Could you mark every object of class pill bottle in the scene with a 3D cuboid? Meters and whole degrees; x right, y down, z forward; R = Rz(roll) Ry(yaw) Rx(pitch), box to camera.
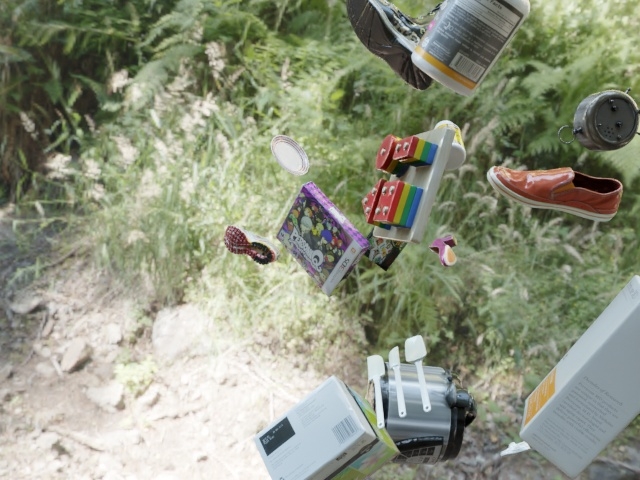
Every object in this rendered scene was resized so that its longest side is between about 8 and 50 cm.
[{"bbox_3d":[0.327,-0.456,1.182,0.162,0.279,0.162,27,25,-13],"label":"pill bottle"},{"bbox_3d":[0.481,-0.367,2.163,0.117,0.117,0.215,10,40,-3],"label":"pill bottle"}]

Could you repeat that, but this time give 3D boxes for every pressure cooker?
[{"bbox_3d":[0.397,0.671,2.245,0.419,0.376,0.370,6,5,-3],"label":"pressure cooker"}]

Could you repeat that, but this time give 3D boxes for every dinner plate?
[{"bbox_3d":[-0.094,-0.252,1.706,0.141,0.141,0.017,-3,-24,-45],"label":"dinner plate"}]

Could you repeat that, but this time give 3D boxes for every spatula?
[{"bbox_3d":[0.197,0.348,1.427,0.168,0.019,0.242,-23,30,15],"label":"spatula"}]

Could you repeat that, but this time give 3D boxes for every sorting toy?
[{"bbox_3d":[0.179,-0.133,1.315,0.089,0.257,0.255,18,-1,-14],"label":"sorting toy"}]

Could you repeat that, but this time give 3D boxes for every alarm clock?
[{"bbox_3d":[0.605,-0.252,1.237,0.191,0.130,0.064,-19,8,-3],"label":"alarm clock"}]

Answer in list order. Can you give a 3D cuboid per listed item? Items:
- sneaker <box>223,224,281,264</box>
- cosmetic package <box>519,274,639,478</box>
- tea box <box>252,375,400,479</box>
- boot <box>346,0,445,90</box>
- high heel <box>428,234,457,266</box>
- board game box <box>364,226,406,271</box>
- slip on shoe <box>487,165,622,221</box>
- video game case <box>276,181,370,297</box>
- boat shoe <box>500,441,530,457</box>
[{"bbox_3d":[-0.231,0.018,1.907,0.225,0.088,0.092,29,15,24],"label":"sneaker"},{"bbox_3d":[0.689,0.323,1.377,0.161,0.453,0.230,38,20,14],"label":"cosmetic package"},{"bbox_3d":[0.025,0.652,1.815,0.220,0.329,0.323,54,4,38],"label":"tea box"},{"bbox_3d":[0.281,-0.638,1.683,0.284,0.138,0.377,-34,73,-24],"label":"boot"},{"bbox_3d":[0.465,0.053,2.236,0.117,0.082,0.244,-26,19,27],"label":"high heel"},{"bbox_3d":[0.258,-0.025,2.067,0.136,0.260,0.030,39,26,11],"label":"board game box"},{"bbox_3d":[0.569,-0.135,1.386,0.330,0.101,0.123,13,37,0],"label":"slip on shoe"},{"bbox_3d":[0.000,0.000,1.482,0.041,0.210,0.232,-24,66,-43],"label":"video game case"},{"bbox_3d":[0.605,0.650,1.787,0.100,0.035,0.035,-12,52,-10],"label":"boat shoe"}]
